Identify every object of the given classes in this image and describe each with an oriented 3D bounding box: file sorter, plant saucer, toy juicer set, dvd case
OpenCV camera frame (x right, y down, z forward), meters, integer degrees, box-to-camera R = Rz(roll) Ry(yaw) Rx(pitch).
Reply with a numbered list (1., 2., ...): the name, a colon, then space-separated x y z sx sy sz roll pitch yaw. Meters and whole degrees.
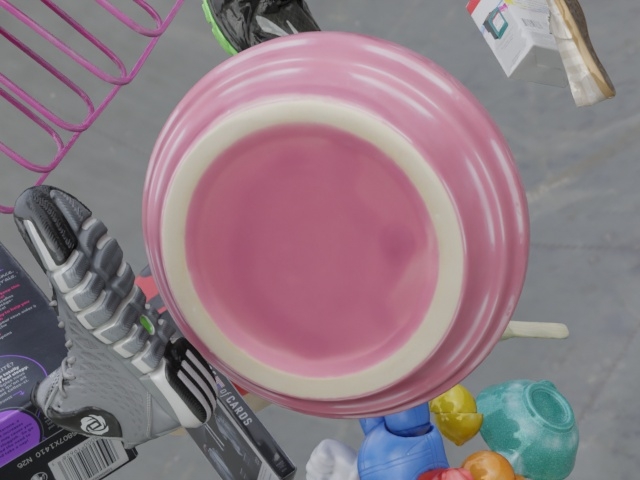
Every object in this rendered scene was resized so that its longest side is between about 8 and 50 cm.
1. file sorter: -0.292 -0.202 1.192 0.291 0.182 0.202 -44 17 29
2. plant saucer: 0.000 0.000 0.927 0.332 0.332 0.084 -21 8 21
3. toy juicer set: 0.204 0.200 1.284 0.089 0.209 0.329 -56 22 36
4. dvd case: -0.118 0.211 1.320 0.030 0.179 0.238 -30 67 -26

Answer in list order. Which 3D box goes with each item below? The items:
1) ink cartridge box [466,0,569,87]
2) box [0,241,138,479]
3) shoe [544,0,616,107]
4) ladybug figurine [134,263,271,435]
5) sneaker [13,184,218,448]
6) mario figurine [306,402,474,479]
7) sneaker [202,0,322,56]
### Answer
1. ink cartridge box: 0.343 -0.373 1.946 0.078 0.134 0.231 -56 43 38
2. box: -0.332 0.145 1.173 0.165 0.143 0.270 -30 42 -21
3. shoe: 0.371 -0.302 1.708 0.058 0.219 0.076 -27 -12 30
4. ladybug figurine: -0.145 0.099 1.613 0.449 0.162 0.305 -35 49 13
5. sneaker: -0.194 0.077 0.888 0.132 0.228 0.086 -30 14 21
6. mario figurine: 0.067 0.239 1.074 0.170 0.320 0.198 -22 -15 5
7. sneaker: -0.104 -0.476 1.902 0.185 0.482 0.202 -31 9 -37
